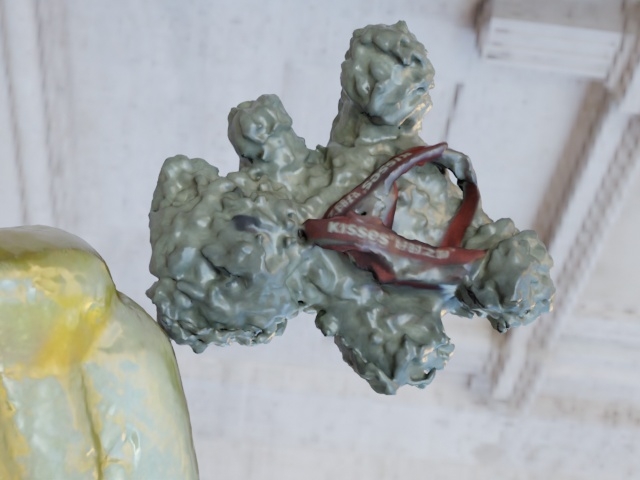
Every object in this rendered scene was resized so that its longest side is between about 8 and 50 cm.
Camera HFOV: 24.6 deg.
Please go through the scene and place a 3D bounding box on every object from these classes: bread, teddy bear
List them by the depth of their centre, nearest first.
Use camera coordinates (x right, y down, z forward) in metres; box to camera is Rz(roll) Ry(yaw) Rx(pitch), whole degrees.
[{"bbox_3d":[-0.236,0.156,0.993,0.300,0.210,0.341,-27,112,-52],"label":"bread"},{"bbox_3d":[0.000,0.000,1.478,0.357,0.368,0.224,63,-22,10],"label":"teddy bear"}]
